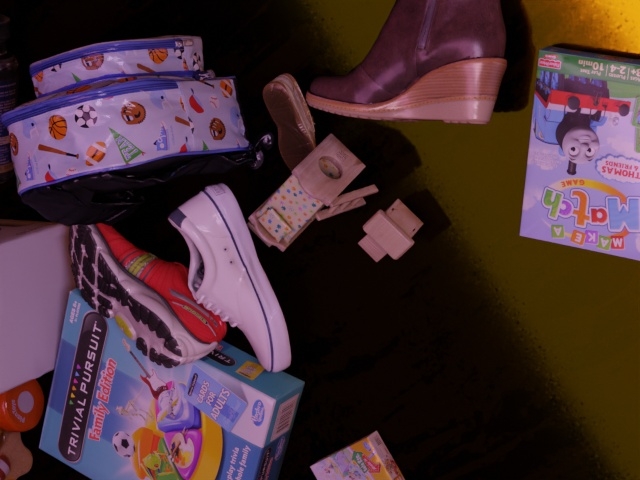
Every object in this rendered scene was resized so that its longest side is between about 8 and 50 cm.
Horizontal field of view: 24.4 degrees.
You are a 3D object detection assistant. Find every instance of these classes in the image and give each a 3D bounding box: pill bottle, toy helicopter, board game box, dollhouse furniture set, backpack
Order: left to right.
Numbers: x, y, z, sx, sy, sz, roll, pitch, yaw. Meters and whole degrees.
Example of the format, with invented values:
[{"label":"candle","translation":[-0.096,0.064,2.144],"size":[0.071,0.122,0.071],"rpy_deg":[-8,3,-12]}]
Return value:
[{"label":"pill bottle","translation":[-0.467,-0.192,1.983],"size":[0.122,0.123,0.219],"rpy_deg":[16,111,26]},{"label":"toy helicopter","translation":[-0.488,0.368,2.084],"size":[0.140,0.235,0.355],"rpy_deg":[-7,100,32]},{"label":"backpack","translation":[-0.244,-0.136,1.782],"size":[0.276,0.263,0.213],"rpy_deg":[-19,93,34]},{"label":"board game box","translation":[-0.207,0.236,1.972],"size":[0.336,0.079,0.254],"rpy_deg":[25,115,23]},{"label":"dollhouse furniture set","translation":[0.000,0.000,1.761],"size":[0.161,0.101,0.182],"rpy_deg":[44,133,-1]},{"label":"board game box","translation":[0.067,0.330,1.866],"size":[0.103,0.026,0.154],"rpy_deg":[-33,86,33]},{"label":"board game box","translation":[0.305,-0.093,1.601],"size":[0.160,0.039,0.212],"rpy_deg":[12,110,27]}]

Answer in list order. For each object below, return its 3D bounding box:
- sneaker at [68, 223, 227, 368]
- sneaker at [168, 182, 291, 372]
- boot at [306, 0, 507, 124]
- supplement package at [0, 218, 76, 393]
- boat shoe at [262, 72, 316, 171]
[{"label":"sneaker","translation":[-0.227,0.056,1.917],"size":[0.279,0.118,0.107],"rpy_deg":[45,137,26]},{"label":"sneaker","translation":[-0.115,0.057,1.830],"size":[0.258,0.091,0.094],"rpy_deg":[68,166,-18]},{"label":"boot","translation":[0.099,-0.238,1.674],"size":[0.248,0.090,0.207],"rpy_deg":[5,94,31]},{"label":"supplement package","translation":[-0.497,0.083,2.030],"size":[0.262,0.199,0.198],"rpy_deg":[4,105,30]},{"label":"boat shoe","translation":[-0.027,-0.139,1.781],"size":[0.050,0.045,0.135],"rpy_deg":[1,124,28]}]
